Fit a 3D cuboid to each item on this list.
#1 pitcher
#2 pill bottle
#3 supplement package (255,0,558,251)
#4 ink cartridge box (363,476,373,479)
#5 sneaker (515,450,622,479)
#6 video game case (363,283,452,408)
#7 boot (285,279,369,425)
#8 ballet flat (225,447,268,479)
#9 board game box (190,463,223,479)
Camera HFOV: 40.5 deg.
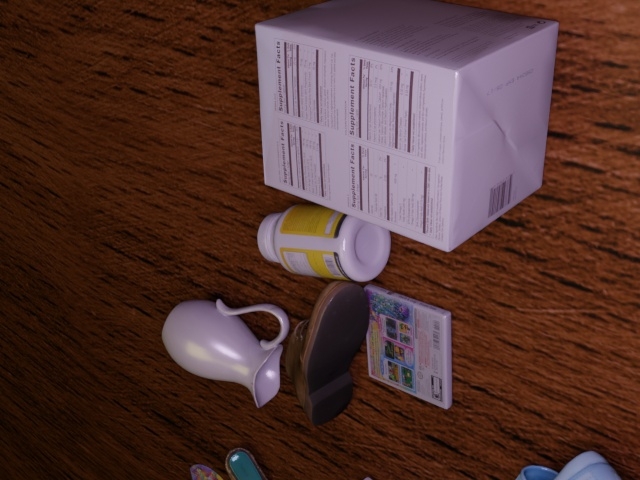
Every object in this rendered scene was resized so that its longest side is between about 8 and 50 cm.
[{"bbox_3d":[-0.155,0.160,1.464,0.207,0.125,0.178,25,108,20],"label":"pitcher"},{"bbox_3d":[0.000,0.000,1.215,0.184,0.103,0.103,5,115,43],"label":"pill bottle"},{"bbox_3d":[0.092,-0.147,0.966,0.262,0.199,0.198,22,127,35],"label":"supplement package"},{"bbox_3d":[0.154,0.609,1.363,0.384,0.160,0.279,32,132,28],"label":"ink cartridge box"},{"bbox_3d":[0.298,0.381,1.146,0.366,0.135,0.150,122,142,-51],"label":"sneaker"},{"bbox_3d":[0.125,0.151,1.241,0.143,0.019,0.157,18,125,38],"label":"video game case"},{"bbox_3d":[-0.006,0.151,1.297,0.115,0.112,0.305,50,148,32],"label":"boot"},{"bbox_3d":[-0.116,0.483,1.647,0.206,0.073,0.067,64,166,0],"label":"ballet flat"},{"bbox_3d":[-0.231,0.551,1.811,0.133,0.033,0.169,13,121,41],"label":"board game box"}]
